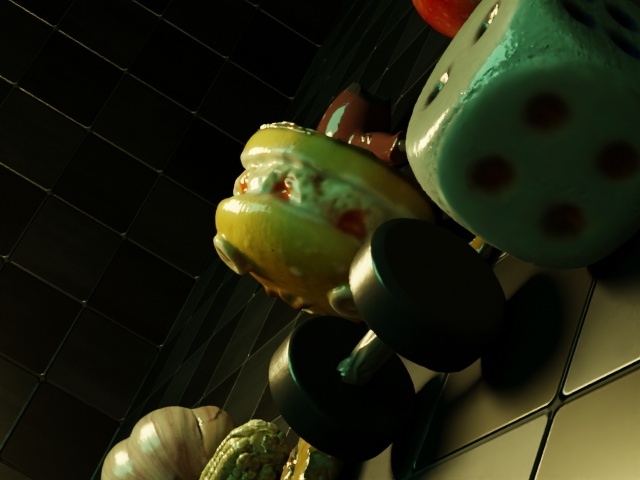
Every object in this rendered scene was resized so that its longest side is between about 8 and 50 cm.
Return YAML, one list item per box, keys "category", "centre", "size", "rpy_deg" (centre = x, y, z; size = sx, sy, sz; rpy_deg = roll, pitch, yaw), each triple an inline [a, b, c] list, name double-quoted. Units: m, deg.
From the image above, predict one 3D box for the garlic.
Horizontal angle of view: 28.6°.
- category: "garlic"
  centre: [-0.198, 0.370, 1.811]
  size: [0.207, 0.207, 0.256]
  rpy_deg: [144, 120, -66]

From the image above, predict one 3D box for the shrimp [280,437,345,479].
- category: "shrimp"
  centre: [-0.009, 0.232, 1.442]
  size: [0.164, 0.062, 0.316]
  rpy_deg: [-53, 13, 43]

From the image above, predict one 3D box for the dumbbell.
- category: "dumbbell"
  centre: [0.062, 0.099, 1.219]
  size: [0.218, 0.152, 0.152]
  rpy_deg: [-52, 12, 36]

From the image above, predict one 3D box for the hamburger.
- category: "hamburger"
  centre: [0.000, 0.000, 1.575]
  size: [0.302, 0.261, 0.186]
  rpy_deg: [79, -145, -76]

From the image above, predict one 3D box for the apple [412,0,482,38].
- category: "apple"
  centre: [0.220, -0.374, 1.585]
  size: [0.260, 0.217, 0.260]
  rpy_deg: [-174, 90, -83]

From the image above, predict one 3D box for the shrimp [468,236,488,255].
- category: "shrimp"
  centre: [0.154, 0.001, 1.399]
  size: [0.147, 0.035, 0.195]
  rpy_deg: [-56, 11, 13]

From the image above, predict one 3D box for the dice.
- category: "dice"
  centre: [0.196, -0.104, 1.054]
  size: [0.192, 0.193, 0.194]
  rpy_deg: [-54, 9, 34]

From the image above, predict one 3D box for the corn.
- category: "corn"
  centre: [-0.108, 0.305, 1.654]
  size: [0.211, 0.087, 0.087]
  rpy_deg: [-52, 11, 52]

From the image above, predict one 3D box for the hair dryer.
- category: "hair dryer"
  centre: [0.069, -0.105, 2.046]
  size: [0.340, 0.123, 0.312]
  rpy_deg: [16, 85, 69]

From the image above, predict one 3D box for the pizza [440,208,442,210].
- category: "pizza"
  centre: [0.196, -0.113, 1.409]
  size: [0.182, 0.074, 0.365]
  rpy_deg: [-50, 7, -12]
